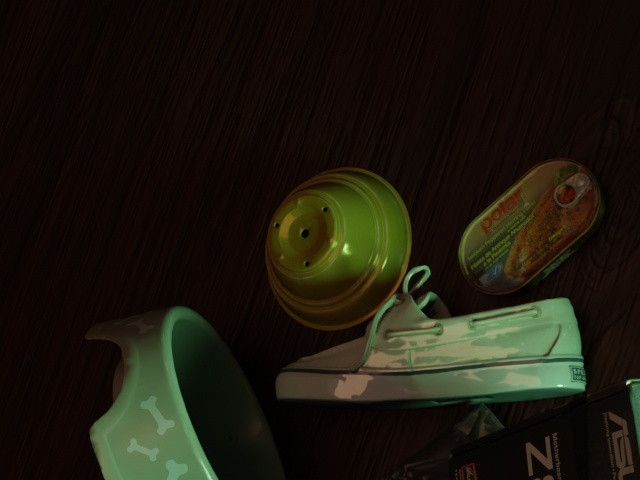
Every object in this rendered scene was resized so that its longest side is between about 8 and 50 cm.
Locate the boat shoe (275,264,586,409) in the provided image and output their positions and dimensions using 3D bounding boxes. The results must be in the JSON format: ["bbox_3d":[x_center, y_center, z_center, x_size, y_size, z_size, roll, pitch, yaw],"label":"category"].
[{"bbox_3d":[0.116,0.110,1.307,0.367,0.136,0.157,-9,73,26],"label":"boat shoe"}]

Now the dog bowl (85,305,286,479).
[{"bbox_3d":[-0.145,0.232,1.320,0.102,0.349,0.349,-25,65,8],"label":"dog bowl"}]

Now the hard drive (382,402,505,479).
[{"bbox_3d":[0.195,0.328,1.249,0.172,0.054,0.255,-41,60,15],"label":"hard drive"}]

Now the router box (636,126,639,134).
[{"bbox_3d":[0.468,-0.106,1.088,0.243,0.081,0.309,-42,23,15],"label":"router box"}]

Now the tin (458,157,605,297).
[{"bbox_3d":[0.246,-0.013,1.321,0.189,0.040,0.106,-42,64,15],"label":"tin"}]

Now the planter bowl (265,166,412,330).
[{"bbox_3d":[0.000,0.000,1.432,0.217,0.090,0.217,-8,73,28],"label":"planter bowl"}]

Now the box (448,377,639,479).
[{"bbox_3d":[0.247,0.354,1.021,0.318,0.097,0.395,140,131,-58],"label":"box"}]
